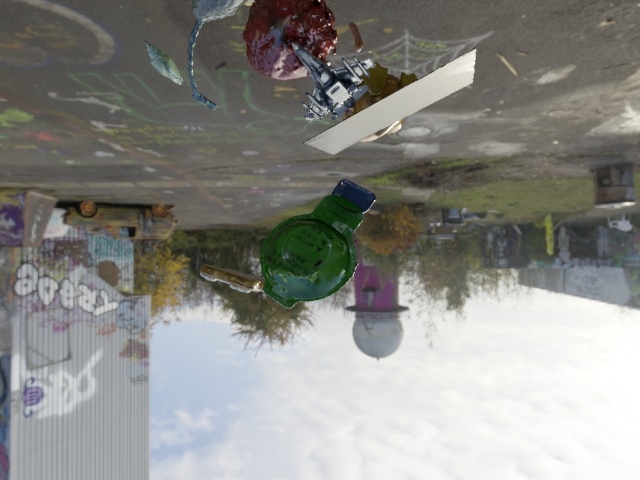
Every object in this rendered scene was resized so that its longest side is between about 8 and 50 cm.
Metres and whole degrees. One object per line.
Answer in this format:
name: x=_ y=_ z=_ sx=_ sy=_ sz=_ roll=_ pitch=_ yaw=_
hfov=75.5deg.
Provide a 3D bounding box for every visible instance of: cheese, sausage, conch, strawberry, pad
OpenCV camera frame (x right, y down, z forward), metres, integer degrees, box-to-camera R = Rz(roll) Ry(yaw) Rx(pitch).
cheese: x=0.000 y=0.000 z=0.880 sx=0.204 sy=0.320 sz=0.083 roll=31 pitch=158 yaw=17
sausage: x=0.157 y=-0.900 z=1.827 sx=0.043 sy=0.186 sz=0.043 roll=-7 pitch=149 yaw=-4
conch: x=-0.521 y=-0.595 z=1.388 sx=0.088 sy=0.065 sz=0.180 roll=16 pitch=159 yaw=39
strawberry: x=-0.085 y=-0.562 z=1.108 sx=0.275 sy=0.273 sz=0.220 roll=-1 pitch=179 yaw=2
pad: x=0.156 y=-0.283 z=0.900 sx=0.368 sy=0.007 sz=0.248 roll=-24 pitch=179 yaw=19

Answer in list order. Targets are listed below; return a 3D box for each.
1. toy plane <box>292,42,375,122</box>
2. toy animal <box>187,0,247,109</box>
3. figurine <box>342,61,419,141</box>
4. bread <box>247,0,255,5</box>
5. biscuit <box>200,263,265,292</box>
toy plane: x=0.020 y=-0.271 z=0.723 sx=0.160 sy=0.082 sz=0.234 roll=-37 pitch=170 yaw=18
toy animal: x=-0.151 y=-0.321 z=0.596 sx=0.079 sy=0.252 sz=0.070 roll=27 pitch=-161 yaw=-4
figurine: x=0.146 y=-0.360 z=1.111 sx=0.216 sy=0.215 sz=0.228 roll=0 pitch=-162 yaw=-10
bread: x=-0.314 y=-0.979 z=1.375 sx=0.324 sy=0.332 sz=0.143 roll=-15 pitch=-153 yaw=-32
biscuit: x=-0.175 y=0.100 z=0.992 sx=0.158 sy=0.035 sz=0.240 roll=18 pitch=176 yaw=21
